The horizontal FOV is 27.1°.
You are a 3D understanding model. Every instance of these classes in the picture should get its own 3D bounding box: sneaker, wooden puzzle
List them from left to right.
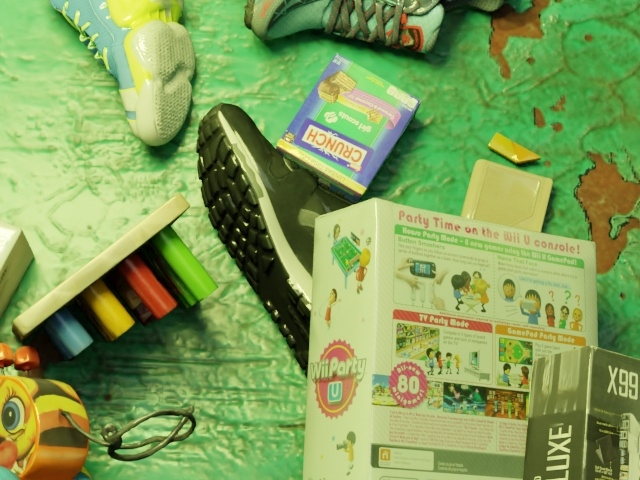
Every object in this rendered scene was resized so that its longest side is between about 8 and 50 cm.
[{"bbox_3d":[-0.187,-0.196,1.202,0.126,0.091,0.240,-7,77,20],"label":"sneaker"},{"bbox_3d":[0.000,0.000,1.139,0.124,0.107,0.283,-27,84,-27],"label":"sneaker"},{"bbox_3d":[0.061,-0.225,1.205,0.261,0.104,0.125,-22,77,-10],"label":"sneaker"},{"bbox_3d":[0.168,-0.035,1.197,0.078,0.014,0.116,21,72,8],"label":"wooden puzzle"}]

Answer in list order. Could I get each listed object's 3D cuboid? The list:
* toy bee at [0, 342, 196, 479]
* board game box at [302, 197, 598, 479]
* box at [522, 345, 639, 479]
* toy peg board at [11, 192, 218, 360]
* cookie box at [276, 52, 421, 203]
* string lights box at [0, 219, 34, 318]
[{"bbox_3d":[-0.226,0.170,1.021,0.298,0.195,0.162,-33,58,4],"label":"toy bee"},{"bbox_3d":[0.106,0.137,1.041,0.224,0.097,0.304,11,75,-30],"label":"board game box"},{"bbox_3d":[0.296,0.234,1.023,0.307,0.076,0.243,15,70,-25],"label":"box"},{"bbox_3d":[-0.162,0.050,1.080,0.160,0.161,0.079,-39,93,-14],"label":"toy peg board"},{"bbox_3d":[0.024,-0.099,1.194,0.091,0.040,0.107,30,74,5],"label":"cookie box"},{"bbox_3d":[-0.391,0.006,1.115,0.259,0.077,0.133,24,72,4],"label":"string lights box"}]
